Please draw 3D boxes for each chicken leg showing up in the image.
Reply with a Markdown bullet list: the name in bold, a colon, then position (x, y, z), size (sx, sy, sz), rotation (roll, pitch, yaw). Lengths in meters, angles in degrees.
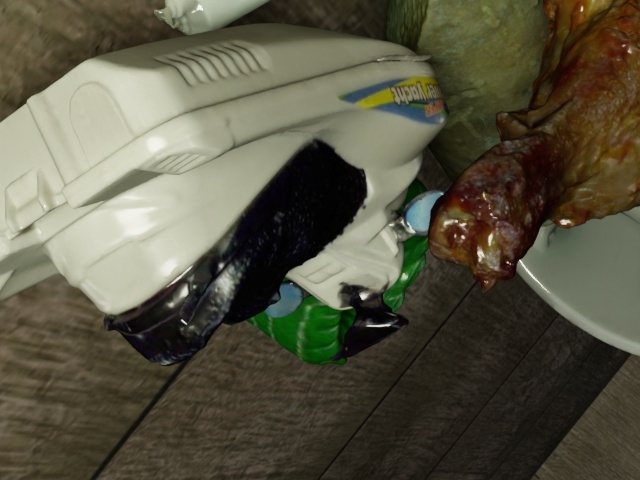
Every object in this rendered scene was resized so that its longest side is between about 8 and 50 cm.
- **chicken leg**: position (0.124, -0.110, 0.644), size (0.177, 0.083, 0.322), rotation (34, 63, -51)

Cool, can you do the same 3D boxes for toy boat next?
- **toy boat**: position (-0.026, -0.017, 0.584), size (0.269, 0.141, 0.140), rotation (1, 127, -57)

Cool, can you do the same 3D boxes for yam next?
- **yam**: position (0.083, -0.101, 0.744), size (0.106, 0.106, 0.259), rotation (-48, 142, -9)

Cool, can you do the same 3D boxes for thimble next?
- **thimble**: position (0.000, 0.000, 0.766), size (0.118, 0.090, 0.130), rotation (-54, 163, 2)

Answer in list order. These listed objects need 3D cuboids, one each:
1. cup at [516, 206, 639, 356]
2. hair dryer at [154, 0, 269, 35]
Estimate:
- **cup**: position (0.247, -0.078, 1.017), size (0.357, 0.259, 0.274), rotation (-24, -172, 48)
- **hair dryer**: position (-0.009, -0.123, 0.588), size (0.137, 0.047, 0.082), rotation (-34, 156, -25)
